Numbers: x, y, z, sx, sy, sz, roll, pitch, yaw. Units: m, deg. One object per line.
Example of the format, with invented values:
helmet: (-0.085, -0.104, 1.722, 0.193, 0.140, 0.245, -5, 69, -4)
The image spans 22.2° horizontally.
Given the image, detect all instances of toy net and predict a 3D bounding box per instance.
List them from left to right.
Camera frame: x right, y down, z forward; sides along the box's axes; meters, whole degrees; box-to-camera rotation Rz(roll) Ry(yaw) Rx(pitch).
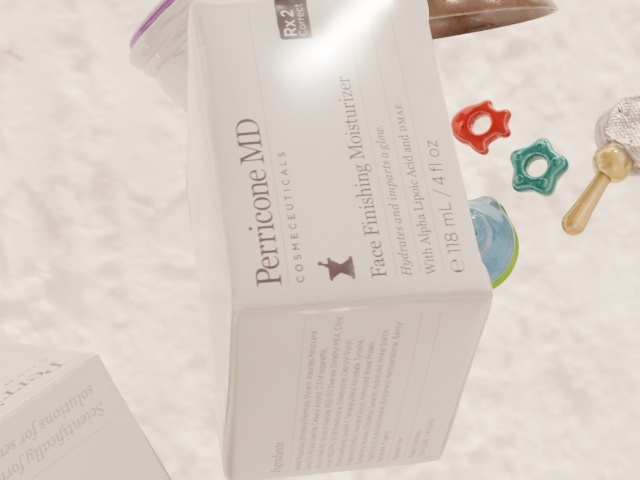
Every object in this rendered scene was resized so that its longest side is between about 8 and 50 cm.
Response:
toy net: (0.168, -0.053, 1.138, 0.045, 0.232, 0.122, 37, 34, -61)

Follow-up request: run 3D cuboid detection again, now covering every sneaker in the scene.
sneaker: (-0.027, -0.216, 1.451, 0.152, 0.305, 0.114, 48, 28, -6)

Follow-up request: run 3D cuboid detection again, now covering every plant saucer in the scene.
plant saucer: (0.067, -0.147, 1.046, 0.168, 0.168, 0.029, -10, 92, -28)

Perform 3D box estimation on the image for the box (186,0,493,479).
box: (0.000, 0.000, 0.815, 0.119, 0.182, 0.181, -5, 59, -8)

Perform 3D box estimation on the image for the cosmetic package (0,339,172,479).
cosmetic package: (-0.227, 0.158, 0.847, 0.197, 0.365, 0.155, -35, 107, -29)
